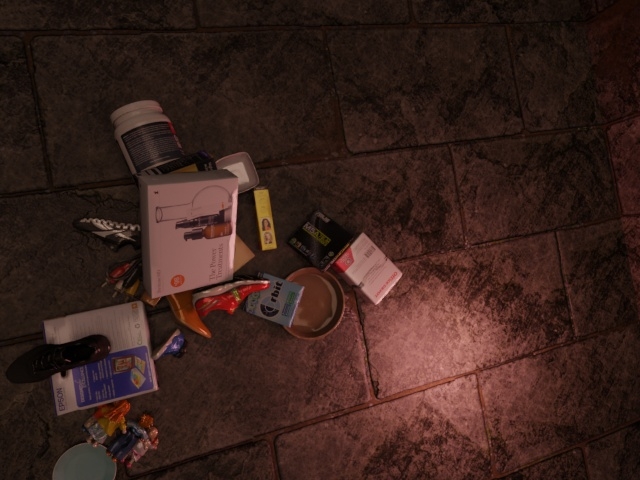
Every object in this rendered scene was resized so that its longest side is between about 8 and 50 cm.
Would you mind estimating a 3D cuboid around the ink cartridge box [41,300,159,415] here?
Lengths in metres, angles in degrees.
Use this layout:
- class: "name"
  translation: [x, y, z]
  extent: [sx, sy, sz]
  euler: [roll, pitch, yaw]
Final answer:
- class: "ink cartridge box"
  translation: [-0.711, 0.374, 1.461]
  extent: [0.306, 0.072, 0.304]
  euler: [-11, 82, -13]

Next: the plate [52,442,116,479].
- class: "plate"
  translation: [-0.767, 0.753, 1.458]
  extent: [0.187, 0.024, 0.189]
  euler: [1, 86, -17]

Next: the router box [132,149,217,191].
- class: "router box"
  translation: [-0.439, -0.110, 1.468]
  extent: [0.242, 0.081, 0.309]
  euler: [-28, 131, -26]

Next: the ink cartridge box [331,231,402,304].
- class: "ink cartridge box"
  translation: [0.177, 0.111, 1.763]
  extent: [0.237, 0.100, 0.172]
  euler: [46, 75, -9]

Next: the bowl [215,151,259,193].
- class: "bowl"
  translation: [-0.313, -0.243, 1.655]
  extent: [0.142, 0.053, 0.142]
  euler: [-23, 93, -19]

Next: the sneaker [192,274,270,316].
- class: "sneaker"
  translation: [-0.308, 0.195, 1.568]
  extent: [0.278, 0.107, 0.119]
  euler: [-13, 101, -23]

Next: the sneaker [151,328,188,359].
- class: "sneaker"
  translation: [-0.503, 0.373, 1.516]
  extent: [0.058, 0.152, 0.085]
  euler: [-30, 103, 21]

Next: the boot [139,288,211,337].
- class: "boot"
  translation: [-0.455, 0.187, 1.561]
  extent: [0.295, 0.104, 0.211]
  euler: [41, 62, -23]

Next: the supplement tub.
- class: "supplement tub"
  translation: [-0.569, -0.308, 1.505]
  extent: [0.191, 0.191, 0.273]
  euler: [-24, 94, -18]

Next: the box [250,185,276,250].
- class: "box"
  translation: [-0.212, -0.080, 1.661]
  extent: [0.058, 0.087, 0.233]
  euler: [-9, 90, -16]

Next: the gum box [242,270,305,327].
- class: "gum box"
  translation: [-0.170, 0.214, 1.638]
  extent: [0.184, 0.041, 0.157]
  euler: [18, 81, 11]

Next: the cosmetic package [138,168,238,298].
- class: "cosmetic package"
  translation: [-0.413, -0.025, 1.414]
  extent: [0.284, 0.097, 0.378]
  euler: [-11, 122, -34]

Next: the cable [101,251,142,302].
- class: "cable"
  translation: [-0.624, 0.067, 1.527]
  extent: [0.139, 0.072, 0.287]
  euler: [48, 65, -35]

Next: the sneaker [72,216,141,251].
- class: "sneaker"
  translation: [-0.709, -0.017, 1.500]
  extent: [0.234, 0.078, 0.106]
  euler: [9, 81, -19]

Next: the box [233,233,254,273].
- class: "box"
  translation: [-0.367, 0.031, 1.637]
  extent: [0.164, 0.021, 0.201]
  euler: [-41, 98, -16]

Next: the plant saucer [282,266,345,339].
- class: "plant saucer"
  translation: [-0.040, 0.240, 1.717]
  extent: [0.277, 0.041, 0.278]
  euler: [1, 85, -18]

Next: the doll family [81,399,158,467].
- class: "doll family"
  translation: [-0.641, 0.620, 1.457]
  extent: [0.263, 0.118, 0.163]
  euler: [45, 75, -10]

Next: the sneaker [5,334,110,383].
- class: "sneaker"
  translation: [-0.797, 0.353, 1.345]
  extent: [0.286, 0.130, 0.109]
  euler: [-19, 86, -14]

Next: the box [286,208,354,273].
- class: "box"
  translation: [0.000, 0.000, 1.702]
  extent: [0.190, 0.045, 0.184]
  euler: [39, 77, 18]
